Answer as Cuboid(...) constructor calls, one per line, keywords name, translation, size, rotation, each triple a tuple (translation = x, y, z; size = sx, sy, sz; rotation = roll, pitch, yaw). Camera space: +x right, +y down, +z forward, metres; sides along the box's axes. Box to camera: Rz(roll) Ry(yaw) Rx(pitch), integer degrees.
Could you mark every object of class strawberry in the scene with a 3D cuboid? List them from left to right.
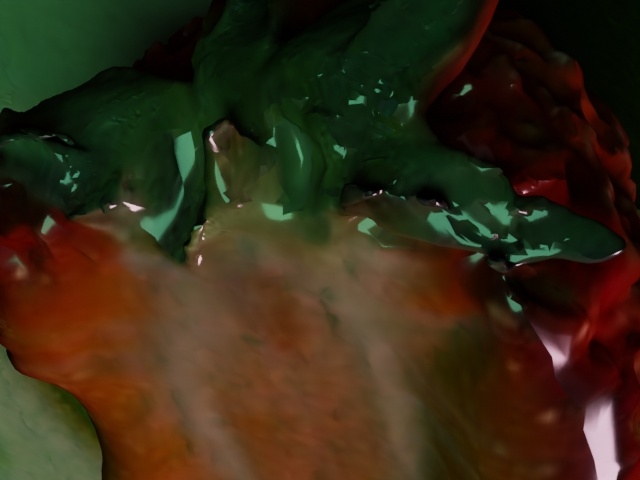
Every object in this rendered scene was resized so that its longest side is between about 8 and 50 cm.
Cuboid(name="strawberry", translation=(0.027, 0.031, 0.481), size=(0.174, 0.098, 0.228), rotation=(-6, 128, 34))

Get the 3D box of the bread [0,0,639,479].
Cuboid(name="bread", translation=(0.000, 0.000, 0.634), size=(0.366, 0.129, 0.382), rotation=(3, 131, 30))
